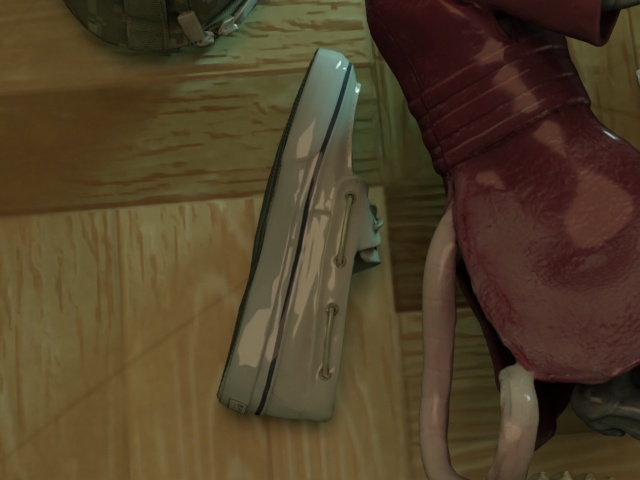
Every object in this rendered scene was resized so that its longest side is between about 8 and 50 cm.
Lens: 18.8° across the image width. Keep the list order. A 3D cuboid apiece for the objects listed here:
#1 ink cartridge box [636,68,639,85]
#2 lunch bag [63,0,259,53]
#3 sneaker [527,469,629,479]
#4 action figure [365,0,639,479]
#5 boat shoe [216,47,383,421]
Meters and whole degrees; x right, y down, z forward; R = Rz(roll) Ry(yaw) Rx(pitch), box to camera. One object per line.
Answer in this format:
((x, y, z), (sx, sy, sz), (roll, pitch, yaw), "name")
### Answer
((0.245, -0.100, 1.210), (0.083, 0.028, 0.048), (-12, 70, -3), "ink cartridge box")
((-0.109, -0.284, 1.146), (0.213, 0.305, 0.256), (1, 66, 4), "lunch bag")
((0.062, 0.216, 1.066), (0.293, 0.102, 0.146), (-10, 75, 2), "sneaker")
((0.093, -0.061, 1.075), (0.276, 0.248, 0.370), (-24, 86, -24), "action figure")
((0.000, 0.000, 1.161), (0.076, 0.083, 0.226), (15, 82, -6), "boat shoe")
